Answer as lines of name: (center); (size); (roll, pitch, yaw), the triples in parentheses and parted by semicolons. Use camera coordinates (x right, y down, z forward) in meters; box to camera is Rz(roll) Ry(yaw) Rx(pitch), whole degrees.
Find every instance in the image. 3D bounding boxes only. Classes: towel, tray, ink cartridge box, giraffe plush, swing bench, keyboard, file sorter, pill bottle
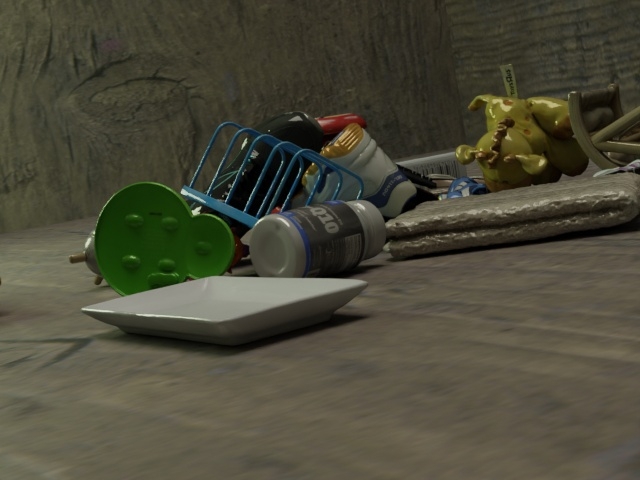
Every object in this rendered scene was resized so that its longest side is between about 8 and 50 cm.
towel: (0.218, -0.028, 1.318); (0.282, 0.049, 0.187); (-8, 7, 19)
tray: (-0.089, 0.060, 1.023); (0.145, 0.030, 0.270); (-12, 6, -33)
ink cartridge box: (0.055, -0.100, 2.250); (0.324, 0.071, 0.330); (-13, 3, -27)
giraffe plush: (0.300, -0.139, 1.816); (0.181, 0.210, 0.170); (-20, 26, 36)
swing bench: (0.535, -0.180, 1.785); (0.254, 0.165, 0.253); (-13, 4, 30)
keyboard: (0.074, -0.106, 1.608); (0.108, 0.023, 0.180); (18, 1, 37)
file sorter: (-0.051, -0.058, 1.343); (0.118, 0.104, 0.170); (27, -2, -40)
pill bottle: (0.000, 0.000, 1.234); (0.078, 0.078, 0.137); (-4, 8, 46)

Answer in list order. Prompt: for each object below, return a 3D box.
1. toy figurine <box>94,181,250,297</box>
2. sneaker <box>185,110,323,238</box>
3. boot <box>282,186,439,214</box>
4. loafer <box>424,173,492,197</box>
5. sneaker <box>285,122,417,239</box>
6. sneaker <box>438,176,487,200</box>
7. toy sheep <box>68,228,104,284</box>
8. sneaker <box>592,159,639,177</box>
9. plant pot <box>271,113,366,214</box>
toy figurine: (-0.136, 0.004, 1.327); (0.173, 0.130, 0.159); (3, 0, 24)
sneaker: (-0.095, -0.052, 1.506); (0.267, 0.101, 0.106); (-44, 15, 18)
boot: (0.028, -0.083, 1.680); (0.207, 0.090, 0.248); (0, -15, 38)
loafer: (0.230, -0.081, 1.922); (0.125, 0.039, 0.045); (5, -21, 5)
sneaker: (0.031, -0.034, 1.509); (0.112, 0.131, 0.296); (-47, -2, -18)
sneaker: (0.200, -0.052, 1.588); (0.059, 0.053, 0.144); (-8, 14, 20)
toy sheep: (-0.257, 0.015, 1.508); (0.132, 0.091, 0.091); (-17, 9, -33)
sneaker: (0.424, -0.085, 1.630); (0.098, 0.038, 0.069); (-18, 6, 9)
plant pot: (0.005, -0.114, 1.929); (0.191, 0.174, 0.191); (-7, 6, 1)
